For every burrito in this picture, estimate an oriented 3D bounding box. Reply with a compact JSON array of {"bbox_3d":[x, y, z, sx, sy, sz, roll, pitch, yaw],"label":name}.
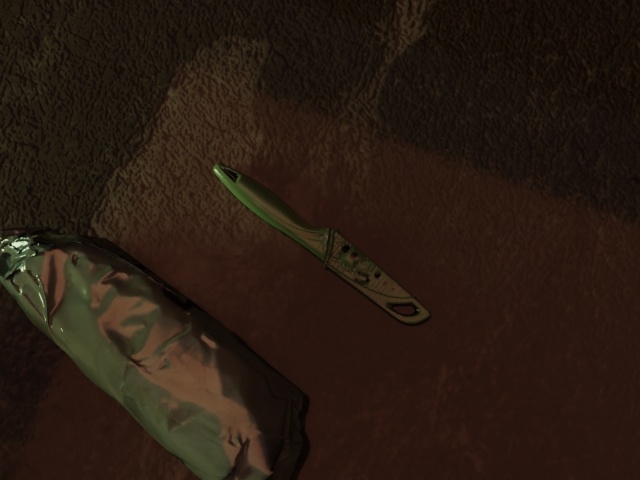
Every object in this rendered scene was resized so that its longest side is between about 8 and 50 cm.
[{"bbox_3d":[-0.194,0.104,1.378,0.445,0.101,0.139,39,87,11],"label":"burrito"}]

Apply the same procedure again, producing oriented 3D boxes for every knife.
[{"bbox_3d":[0.000,0.000,1.422,0.293,0.020,0.043,38,83,9],"label":"knife"}]
